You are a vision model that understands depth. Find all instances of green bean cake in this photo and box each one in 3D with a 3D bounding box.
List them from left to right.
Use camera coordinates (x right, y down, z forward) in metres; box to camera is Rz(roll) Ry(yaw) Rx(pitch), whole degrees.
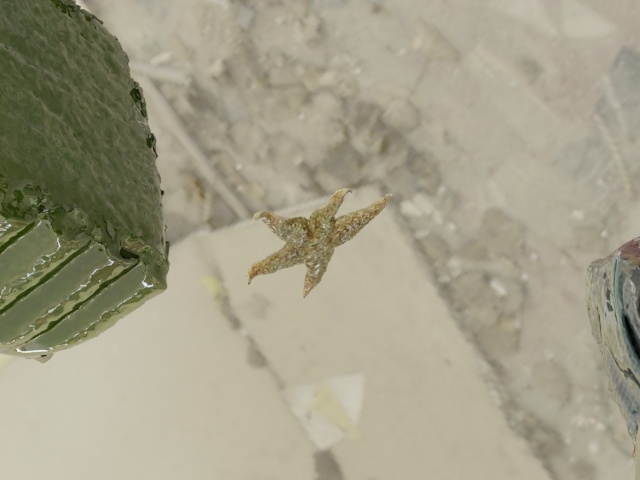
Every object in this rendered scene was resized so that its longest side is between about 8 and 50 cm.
[{"bbox_3d":[-0.298,-0.081,1.115,0.218,0.335,0.319,-34,142,20],"label":"green bean cake"}]

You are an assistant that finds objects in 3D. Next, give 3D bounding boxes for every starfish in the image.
[{"bbox_3d":[0.000,0.000,0.749,0.016,0.092,0.086,61,174,31],"label":"starfish"}]

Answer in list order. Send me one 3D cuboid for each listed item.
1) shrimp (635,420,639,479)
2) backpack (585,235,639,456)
[{"bbox_3d":[0.172,0.096,0.620,0.052,0.143,0.251,-2,159,-4],"label":"shrimp"},{"bbox_3d":[0.328,0.117,0.809,0.197,0.283,0.317,74,179,-83],"label":"backpack"}]
